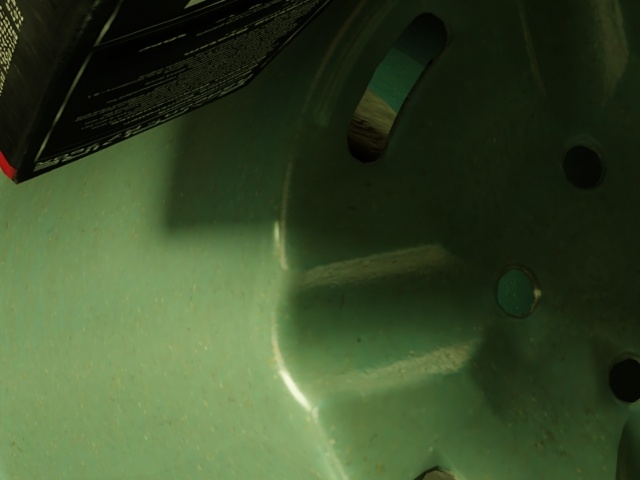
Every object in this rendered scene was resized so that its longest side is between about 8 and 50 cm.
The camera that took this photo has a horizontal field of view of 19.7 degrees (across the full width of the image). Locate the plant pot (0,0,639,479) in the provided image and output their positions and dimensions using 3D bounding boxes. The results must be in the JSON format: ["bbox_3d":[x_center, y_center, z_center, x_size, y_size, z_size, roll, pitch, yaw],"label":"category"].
[{"bbox_3d":[0.025,0.031,0.740,0.341,0.341,0.334,33,160,-19],"label":"plant pot"}]

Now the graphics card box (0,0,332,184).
[{"bbox_3d":[-0.066,-0.151,0.400,0.232,0.094,0.371,67,168,0],"label":"graphics card box"}]
